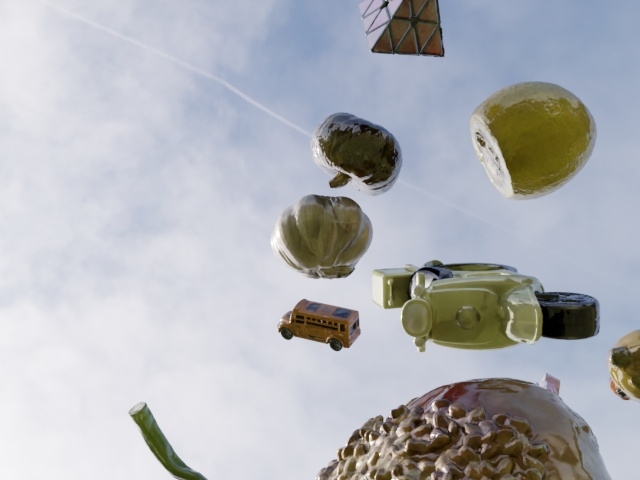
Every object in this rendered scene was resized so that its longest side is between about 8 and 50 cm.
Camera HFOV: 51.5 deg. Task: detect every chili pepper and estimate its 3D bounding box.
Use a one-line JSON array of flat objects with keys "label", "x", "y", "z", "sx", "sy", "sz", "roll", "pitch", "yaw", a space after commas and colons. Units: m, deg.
[{"label": "chili pepper", "x": -0.279, "y": 0.382, "z": 1.208, "sx": 0.050, "sy": 0.052, "sz": 0.202, "roll": -39, "pitch": -90, "yaw": -13}]

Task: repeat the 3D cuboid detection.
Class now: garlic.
[{"label": "garlic", "x": 0.002, "y": 0.002, "z": 1.412, "sx": 0.227, "sy": 0.152, "sz": 0.228, "roll": 1, "pitch": -30, "yaw": 0}]

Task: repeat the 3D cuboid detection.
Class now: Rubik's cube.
[{"label": "Rubik's cube", "x": 0.149, "y": -0.487, "z": 1.350, "sx": 0.211, "sy": 0.178, "sz": 0.190, "roll": -6, "pitch": -59, "yaw": -42}]

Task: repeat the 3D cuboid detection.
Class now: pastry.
[{"label": "pastry", "x": 0.122, "y": 0.322, "z": 0.701, "sx": 0.245, "sy": 0.409, "sz": 0.409, "roll": 37, "pitch": -75, "yaw": -15}]

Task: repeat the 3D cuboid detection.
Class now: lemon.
[{"label": "lemon", "x": 0.438, "y": -0.210, "z": 1.344, "sx": 0.219, "sy": 0.240, "sz": 0.240, "roll": -25, "pitch": -66, "yaw": 4}]

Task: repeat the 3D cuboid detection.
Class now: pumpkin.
[{"label": "pumpkin", "x": 0.072, "y": -0.178, "z": 1.449, "sx": 0.219, "sy": 0.219, "sz": 0.162, "roll": 35, "pitch": -95, "yaw": -19}]

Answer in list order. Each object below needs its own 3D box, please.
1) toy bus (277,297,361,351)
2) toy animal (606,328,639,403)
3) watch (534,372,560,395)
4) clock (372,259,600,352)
[{"label": "toy bus", "x": -0.006, "y": 0.193, "z": 1.573, "sx": 0.194, "sy": 0.083, "sz": 0.088, "roll": 9, "pitch": -64, "yaw": 24}, {"label": "toy animal", "x": 0.677, "y": 0.256, "z": 1.292, "sx": 0.281, "sy": 0.195, "sz": 0.169, "roll": 9, "pitch": -48, "yaw": -11}, {"label": "watch", "x": 0.403, "y": 0.402, "z": 1.500, "sx": 0.217, "sy": 0.211, "sz": 0.248, "roll": 17, "pitch": -112, "yaw": 9}, {"label": "clock", "x": 0.238, "y": 0.099, "z": 1.073, "sx": 0.276, "sy": 0.379, "sz": 0.120, "roll": -3, "pitch": -86, "yaw": -9}]
